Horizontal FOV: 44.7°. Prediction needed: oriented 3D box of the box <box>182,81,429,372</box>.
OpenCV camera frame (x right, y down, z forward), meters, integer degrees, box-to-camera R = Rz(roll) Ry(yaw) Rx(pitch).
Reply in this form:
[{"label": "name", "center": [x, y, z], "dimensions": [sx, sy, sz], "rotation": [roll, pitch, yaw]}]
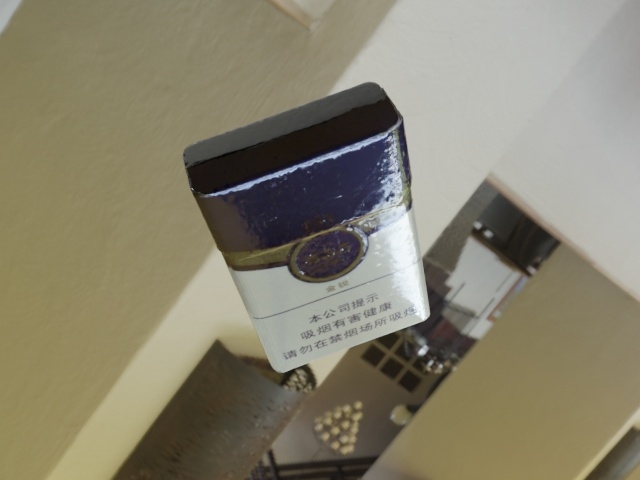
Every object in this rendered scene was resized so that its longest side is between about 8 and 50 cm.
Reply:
[{"label": "box", "center": [0.000, 0.000, 0.672], "dimensions": [0.259, 0.168, 0.071], "rotation": [73, 176, -50]}]
